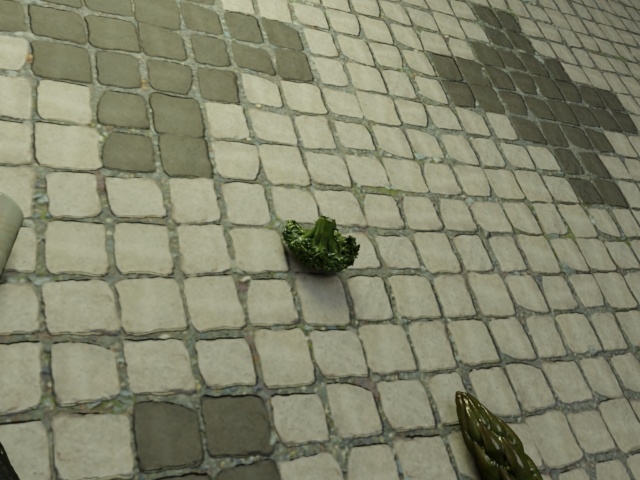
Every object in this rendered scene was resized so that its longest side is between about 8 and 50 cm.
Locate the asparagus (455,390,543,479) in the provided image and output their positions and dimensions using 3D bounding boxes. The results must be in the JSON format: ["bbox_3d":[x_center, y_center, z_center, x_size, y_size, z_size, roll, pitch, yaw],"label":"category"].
[{"bbox_3d":[0.263,0.326,0.839,0.080,0.080,0.287,-14,64,-37],"label":"asparagus"}]

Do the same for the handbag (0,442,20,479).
[{"bbox_3d":[-0.384,0.281,0.474,0.332,0.075,0.192,-20,70,-48],"label":"handbag"}]

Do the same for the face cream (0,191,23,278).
[{"bbox_3d":[-0.386,0.067,0.650,0.082,0.082,0.269,16,51,-19],"label":"face cream"}]

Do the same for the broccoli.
[{"bbox_3d":[0.000,0.000,0.920,0.095,0.092,0.097,0,29,-32],"label":"broccoli"}]
